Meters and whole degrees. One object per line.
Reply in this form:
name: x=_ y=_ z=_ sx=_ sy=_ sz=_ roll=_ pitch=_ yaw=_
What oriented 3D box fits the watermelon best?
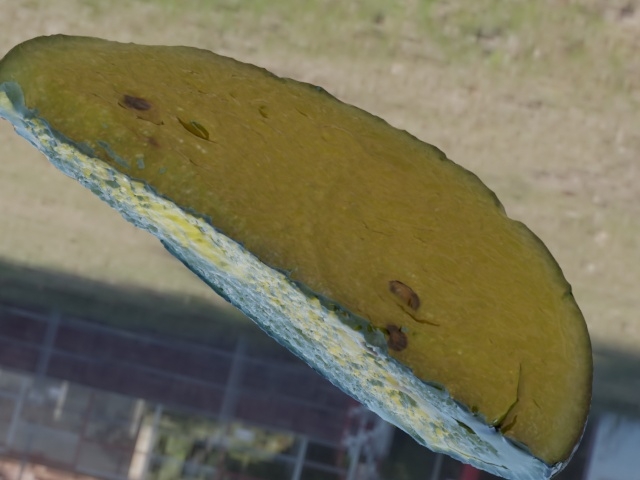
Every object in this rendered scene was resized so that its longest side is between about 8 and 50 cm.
watermelon: x=0.006 y=-0.007 z=0.439 sx=0.181 sy=0.075 sz=0.092 roll=34 pitch=170 yaw=13
